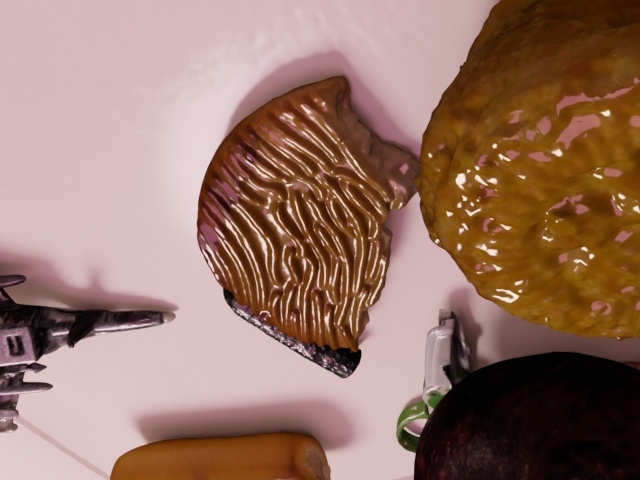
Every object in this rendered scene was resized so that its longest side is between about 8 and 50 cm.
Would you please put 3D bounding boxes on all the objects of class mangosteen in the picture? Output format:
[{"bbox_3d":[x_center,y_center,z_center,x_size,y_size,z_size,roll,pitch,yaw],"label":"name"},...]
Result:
[{"bbox_3d":[0.156,0.203,0.560,0.235,0.261,0.235,31,137,33],"label":"mangosteen"}]

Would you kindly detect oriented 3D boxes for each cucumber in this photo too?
[{"bbox_3d":[-0.027,0.071,0.666,0.133,0.032,0.032,33,134,-18],"label":"cucumber"}]

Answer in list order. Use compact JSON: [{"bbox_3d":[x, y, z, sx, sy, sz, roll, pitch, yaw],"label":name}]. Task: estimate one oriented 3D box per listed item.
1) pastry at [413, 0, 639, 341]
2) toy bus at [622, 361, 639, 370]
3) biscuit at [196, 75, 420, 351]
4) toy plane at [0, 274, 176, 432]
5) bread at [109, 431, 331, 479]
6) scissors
[{"bbox_3d":[0.171,-0.034,0.430,0.240,0.132,0.235,2,134,15],"label":"pastry"},{"bbox_3d":[0.259,0.143,0.659,0.043,0.031,0.110,3,134,17],"label":"toy bus"},{"bbox_3d":[0.000,0.001,0.574,0.176,0.031,0.228,-18,127,22],"label":"biscuit"},{"bbox_3d":[-0.259,0.082,0.708,0.262,0.088,0.192,-4,106,15],"label":"toy plane"},{"bbox_3d":[-0.099,0.237,0.827,0.239,0.074,0.092,-11,136,25],"label":"bread"},{"bbox_3d":[0.108,0.128,0.689,0.101,0.027,0.204,0,137,12],"label":"scissors"}]
